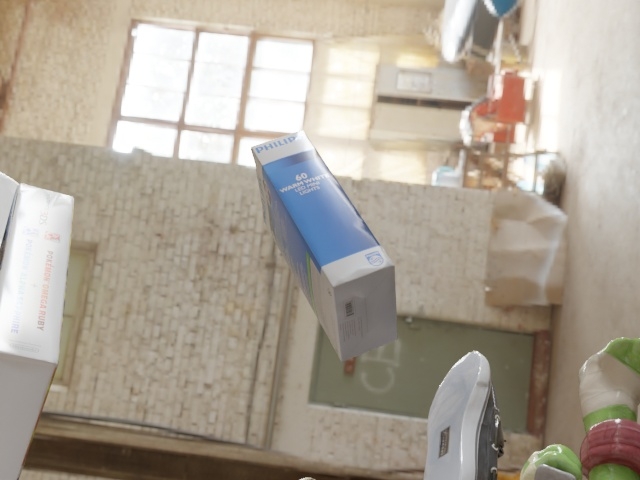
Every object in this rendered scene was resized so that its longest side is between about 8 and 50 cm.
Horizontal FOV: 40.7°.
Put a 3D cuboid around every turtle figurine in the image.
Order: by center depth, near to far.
[{"bbox_3d":[0.213,0.172,0.484,0.266,0.197,0.275,-61,-30,-44],"label":"turtle figurine"}]

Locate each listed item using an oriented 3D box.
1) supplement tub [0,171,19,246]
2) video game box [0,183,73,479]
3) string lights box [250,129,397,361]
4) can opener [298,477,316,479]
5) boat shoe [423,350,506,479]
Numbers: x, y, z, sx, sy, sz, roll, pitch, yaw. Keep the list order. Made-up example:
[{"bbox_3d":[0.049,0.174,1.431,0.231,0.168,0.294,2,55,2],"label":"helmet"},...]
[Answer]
[{"bbox_3d":[-0.478,0.079,1.014,0.338,0.207,0.207,-53,7,21],"label":"supplement tub"},{"bbox_3d":[-0.219,0.094,0.591,0.205,0.048,0.187,-64,26,27],"label":"video game box"},{"bbox_3d":[0.000,0.000,1.029,0.133,0.076,0.260,84,162,-46],"label":"string lights box"},{"bbox_3d":[0.050,0.350,0.841,0.093,0.280,0.074,9,-62,-52],"label":"can opener"},{"bbox_3d":[0.167,0.220,0.936,0.080,0.076,0.228,-42,16,32],"label":"boat shoe"}]
